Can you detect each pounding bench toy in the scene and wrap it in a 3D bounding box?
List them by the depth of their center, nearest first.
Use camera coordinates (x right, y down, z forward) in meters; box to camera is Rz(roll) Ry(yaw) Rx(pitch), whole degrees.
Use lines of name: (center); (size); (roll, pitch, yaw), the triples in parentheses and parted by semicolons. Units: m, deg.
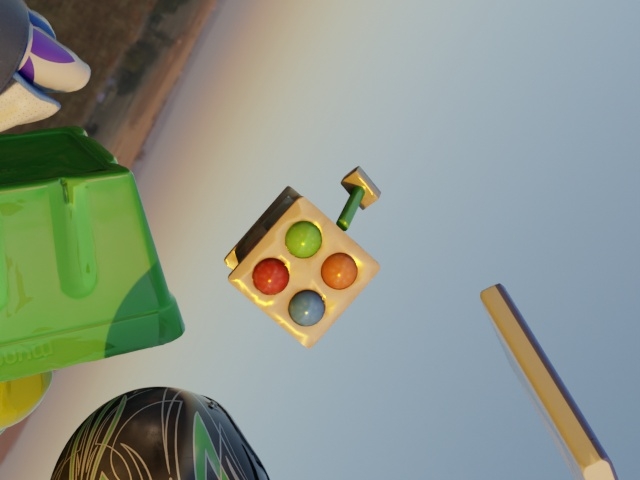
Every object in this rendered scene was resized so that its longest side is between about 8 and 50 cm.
pounding bench toy: (0.000, 0.000, 0.456); (0.083, 0.052, 0.065); (-49, -169, 0)

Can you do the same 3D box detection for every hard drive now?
hard drive: (0.324, 0.232, 1.302); (0.040, 0.210, 0.319); (-27, -138, 4)

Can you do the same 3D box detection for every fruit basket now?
fruit basket: (-0.346, 0.090, 0.924); (0.283, 0.392, 0.392); (35, -82, 52)

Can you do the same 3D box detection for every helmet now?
helmet: (-0.120, 0.194, 0.689); (0.169, 0.162, 0.169); (-25, -159, 10)

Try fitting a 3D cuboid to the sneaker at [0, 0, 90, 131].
sneaker: (-0.253, -0.175, 0.618); (0.323, 0.236, 0.130); (-38, -132, 50)
